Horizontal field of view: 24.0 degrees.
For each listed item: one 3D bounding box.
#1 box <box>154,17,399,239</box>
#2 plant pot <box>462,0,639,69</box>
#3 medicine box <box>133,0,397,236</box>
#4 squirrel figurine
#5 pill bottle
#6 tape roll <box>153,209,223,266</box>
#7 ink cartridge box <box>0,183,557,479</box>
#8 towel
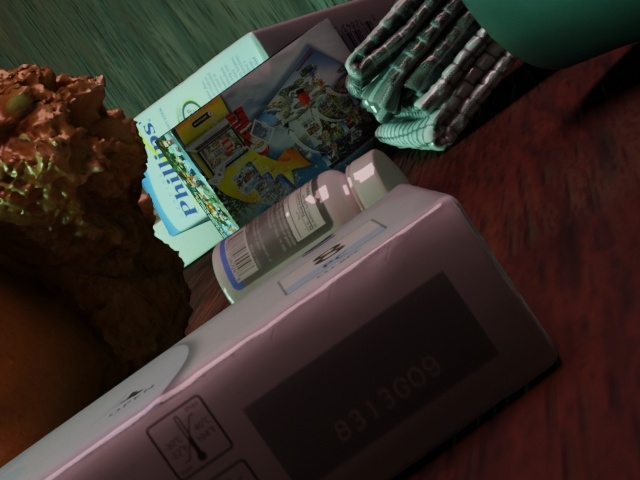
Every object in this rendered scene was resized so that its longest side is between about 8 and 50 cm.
[{"bbox_3d":[-0.035,-0.103,1.551,0.233,0.159,0.044,-39,10,-29],"label":"box"},{"bbox_3d":[0.239,-0.288,1.059,0.235,0.293,0.293,-11,21,38],"label":"plant pot"},{"bbox_3d":[-0.045,-0.153,1.788,0.263,0.149,0.289,-26,-3,-44],"label":"medicine box"},{"bbox_3d":[-0.310,0.022,1.165,0.397,0.370,0.281,-37,7,-9],"label":"squirrel figurine"},{"bbox_3d":[0.000,0.000,1.043,0.137,0.078,0.078,-33,8,17],"label":"pill bottle"},{"bbox_3d":[-0.177,-0.032,2.112,0.392,0.072,0.392,-35,7,5],"label":"tape roll"},{"bbox_3d":[-0.069,0.085,0.769,0.308,0.091,0.385,-36,8,-2],"label":"ink cartridge box"},{"bbox_3d":[0.132,-0.225,1.459,0.283,0.121,0.235,-52,8,1],"label":"towel"}]
